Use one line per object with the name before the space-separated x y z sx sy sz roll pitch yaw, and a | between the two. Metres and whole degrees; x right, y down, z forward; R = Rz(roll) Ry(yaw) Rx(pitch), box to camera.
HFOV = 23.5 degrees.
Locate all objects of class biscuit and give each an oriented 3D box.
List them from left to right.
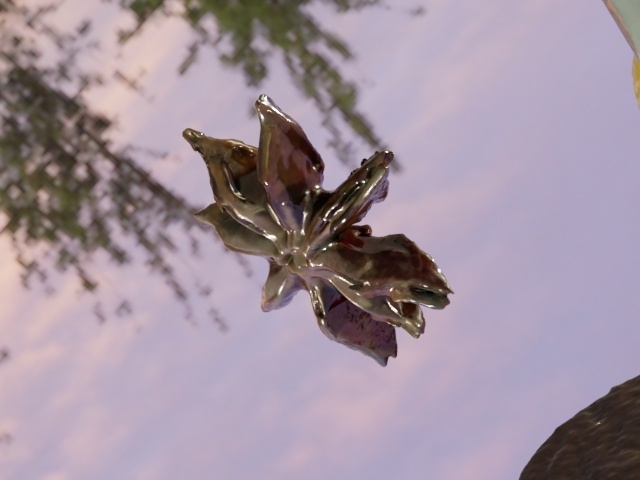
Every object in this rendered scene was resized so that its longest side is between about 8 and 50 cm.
biscuit | 0.386 0.250 1.630 0.407 0.091 0.407 -31 -165 9

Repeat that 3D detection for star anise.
star anise | 0.001 0.001 1.270 0.088 0.288 0.288 -44 -165 -31

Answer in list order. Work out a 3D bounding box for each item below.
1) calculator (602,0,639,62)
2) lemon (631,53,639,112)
calculator | 0.156 -0.075 0.437 0.141 0.246 0.045 -41 155 32
lemon | 0.456 -0.185 1.573 0.293 0.293 0.293 -41 -160 19
